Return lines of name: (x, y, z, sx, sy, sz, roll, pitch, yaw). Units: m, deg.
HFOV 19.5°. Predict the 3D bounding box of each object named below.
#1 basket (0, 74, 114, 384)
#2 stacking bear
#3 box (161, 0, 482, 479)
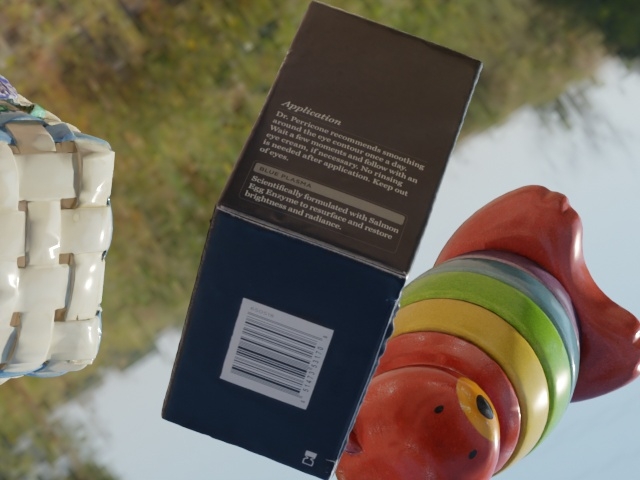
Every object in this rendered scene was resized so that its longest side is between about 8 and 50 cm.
basket: (-0.267, -0.014, 1.044, 0.289, 0.201, 0.255, 6, -175, 39)
stacking bear: (0.101, 0.104, 1.339, 0.164, 0.175, 0.289, -26, -171, 32)
box: (0.000, 0.000, 0.894, 0.156, 0.093, 0.158, 109, 3, -45)
